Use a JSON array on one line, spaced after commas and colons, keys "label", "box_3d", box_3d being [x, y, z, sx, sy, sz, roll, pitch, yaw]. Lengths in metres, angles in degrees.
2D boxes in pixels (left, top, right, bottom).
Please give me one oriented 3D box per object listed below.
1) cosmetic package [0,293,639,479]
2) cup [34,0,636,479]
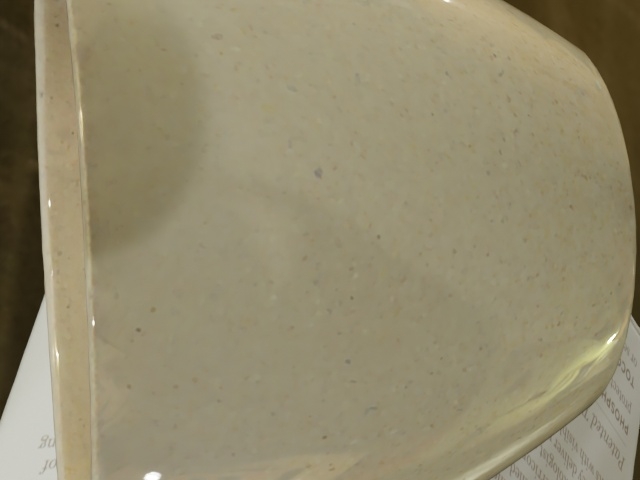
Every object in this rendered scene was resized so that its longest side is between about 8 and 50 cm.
[{"label": "cosmetic package", "box_3d": [0.001, 0.162, 1.202, 0.327, 0.329, 0.394, 51, 42, -42]}, {"label": "cup", "box_3d": [0.000, 0.000, 0.778, 0.237, 0.331, 0.331, -2, 72, -12]}]
